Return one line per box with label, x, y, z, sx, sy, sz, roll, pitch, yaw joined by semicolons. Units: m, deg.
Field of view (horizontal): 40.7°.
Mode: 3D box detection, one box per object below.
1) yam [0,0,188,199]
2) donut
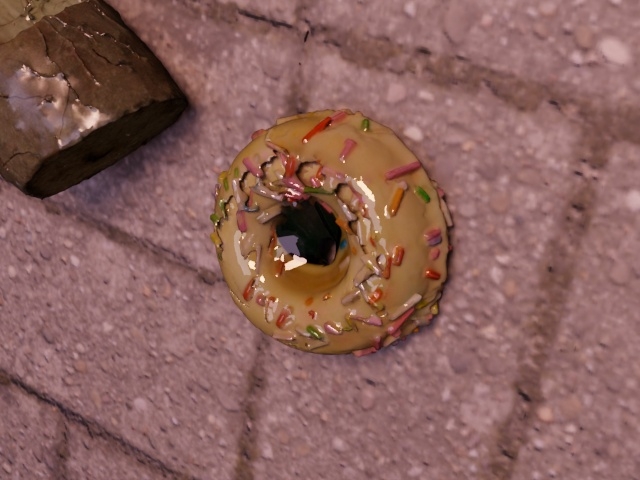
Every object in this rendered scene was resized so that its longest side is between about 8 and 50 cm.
yam;-0.224;-0.144;0.619;0.254;0.154;0.154;48;124;7
donut;0.000;0.000;0.562;0.174;0.068;0.175;11;111;31
